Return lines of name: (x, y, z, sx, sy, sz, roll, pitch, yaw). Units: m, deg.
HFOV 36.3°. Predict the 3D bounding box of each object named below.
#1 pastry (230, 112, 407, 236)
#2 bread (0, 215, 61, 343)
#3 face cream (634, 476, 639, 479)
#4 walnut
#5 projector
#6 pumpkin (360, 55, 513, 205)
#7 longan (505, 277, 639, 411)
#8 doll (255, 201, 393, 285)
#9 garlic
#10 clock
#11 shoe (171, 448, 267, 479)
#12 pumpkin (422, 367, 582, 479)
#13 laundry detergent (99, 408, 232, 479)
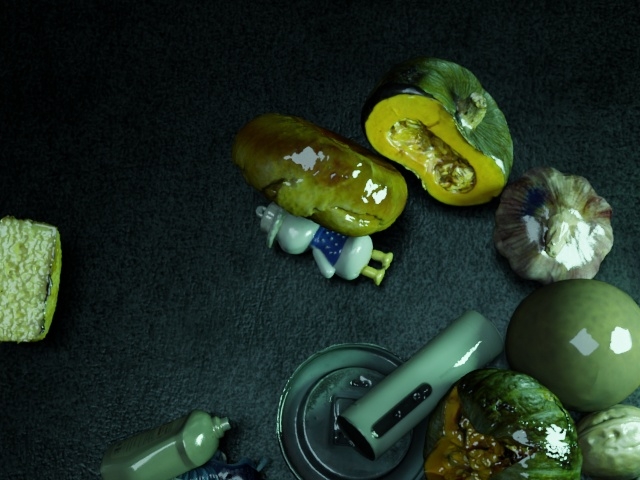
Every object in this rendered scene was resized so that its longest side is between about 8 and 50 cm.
pastry: (-0.001, -0.130, 1.891, 0.356, 0.356, 0.163, 26, 100, 14)
bread: (-0.619, 0.088, 2.027, 0.160, 0.147, 0.260, 2, 80, 0)
face cream: (0.645, 0.426, 1.791, 0.224, 0.070, 0.114, -40, 74, -12)
walnut: (0.539, 0.368, 1.779, 0.162, 0.140, 0.140, -27, 73, 21)
projector: (0.188, 0.264, 1.809, 0.337, 0.108, 0.108, -36, 73, -20)
pumpkin: (0.250, -0.249, 1.906, 0.325, 0.242, 0.232, 39, 50, -24)
longan: (0.470, 0.187, 1.781, 0.258, 0.258, 0.258, -2, 76, 8)
doll: (0.000, 0.000, 1.971, 0.293, 0.119, 0.138, 25, 66, 8)
garlic: (0.450, -0.029, 1.866, 0.245, 0.160, 0.244, 1, 77, -4)
clock: (0.066, 0.350, 1.849, 0.313, 0.061, 0.312, 3, 71, -8)
shoe: (-0.207, 0.463, 1.904, 0.207, 0.091, 0.106, -3, 50, 13)
pumpkin: (0.311, 0.381, 1.691, 0.192, 0.320, 0.320, 8, 73, -31)
laundry detergent: (-0.290, 0.398, 1.883, 0.253, 0.181, 0.091, -24, 99, 3)
